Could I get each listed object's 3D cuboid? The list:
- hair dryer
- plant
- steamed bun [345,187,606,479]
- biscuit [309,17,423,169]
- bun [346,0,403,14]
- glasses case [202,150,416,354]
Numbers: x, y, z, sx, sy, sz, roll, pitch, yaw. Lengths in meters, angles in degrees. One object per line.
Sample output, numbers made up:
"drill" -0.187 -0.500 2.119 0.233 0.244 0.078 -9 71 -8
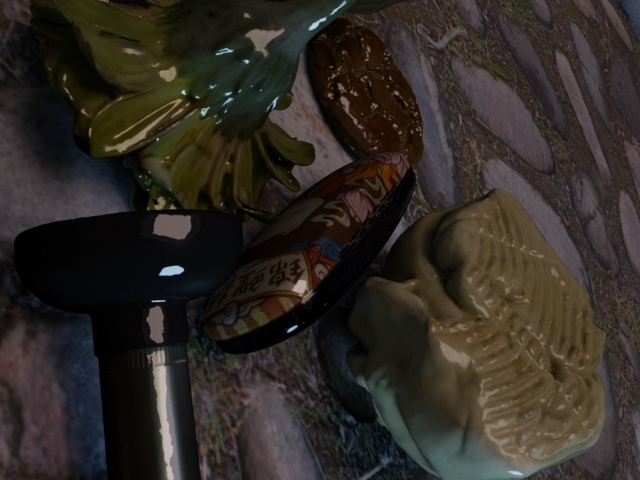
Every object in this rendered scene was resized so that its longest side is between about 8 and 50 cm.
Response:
"hair dryer" -0.105 0.116 0.458 0.155 0.284 0.321 -6 73 -9
"plant" -0.073 -0.129 0.697 0.306 0.296 0.261 -63 154 -66
"steamed bun" 0.145 0.111 0.833 0.275 0.203 0.289 -6 63 -39
"biscuit" 0.067 -0.188 1.037 0.225 0.042 0.226 30 48 -39
"bun" -0.009 -0.404 0.912 0.365 0.219 0.365 27 40 -24
"glasses case" 0.000 0.000 0.765 0.082 0.122 0.321 60 35 -15
